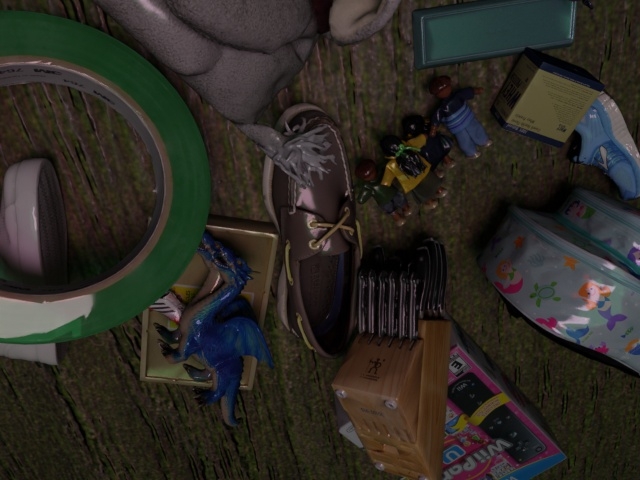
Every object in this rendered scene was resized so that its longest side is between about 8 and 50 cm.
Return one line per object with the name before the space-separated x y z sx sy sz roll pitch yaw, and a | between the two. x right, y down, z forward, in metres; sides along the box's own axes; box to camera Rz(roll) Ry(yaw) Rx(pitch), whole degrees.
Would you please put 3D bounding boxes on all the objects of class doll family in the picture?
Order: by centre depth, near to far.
doll family | 0.122 -0.110 0.592 0.193 0.076 0.111 -49 115 -12

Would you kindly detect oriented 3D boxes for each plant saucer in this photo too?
plant saucer | 0.204 -0.245 0.573 0.192 0.018 0.067 -9 116 0

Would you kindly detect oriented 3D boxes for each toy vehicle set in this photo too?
toy vehicle set | -0.159 0.091 0.694 0.166 0.035 0.266 9 115 -9

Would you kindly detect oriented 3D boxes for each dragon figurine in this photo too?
dragon figurine | -0.113 0.132 0.637 0.144 0.085 0.289 -29 116 -11

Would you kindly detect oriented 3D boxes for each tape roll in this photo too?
tape roll | -0.280 -0.059 0.508 0.322 0.077 0.320 -1 93 -24

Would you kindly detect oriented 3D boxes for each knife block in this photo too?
knife block | 0.121 0.143 0.654 0.088 0.242 0.275 2 130 35

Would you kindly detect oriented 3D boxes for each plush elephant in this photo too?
plush elephant | -0.036 -0.238 0.428 0.330 0.272 0.255 42 96 -19

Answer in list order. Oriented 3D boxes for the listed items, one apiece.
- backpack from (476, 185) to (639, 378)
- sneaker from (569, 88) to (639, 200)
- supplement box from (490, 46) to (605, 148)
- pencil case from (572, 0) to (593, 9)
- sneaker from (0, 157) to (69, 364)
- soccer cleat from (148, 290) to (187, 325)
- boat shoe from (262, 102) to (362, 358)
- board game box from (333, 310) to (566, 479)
backpack | 0.335 0.045 0.608 0.254 0.225 0.191 18 112 -15
sneaker | 0.360 -0.115 0.635 0.073 0.063 0.162 -28 112 28
supplement box | 0.264 -0.168 0.584 0.083 0.056 0.083 15 126 -11
pencil case | 0.321 -0.339 0.491 0.209 0.098 0.095 -42 95 13
sneaker | -0.409 0.032 0.606 0.169 0.108 0.292 7 116 -11
soccer cleat | -0.196 0.086 0.652 0.083 0.029 0.035 26 115 -11
boat shoe | 0.000 0.000 0.612 0.117 0.097 0.324 -14 120 -27
board game box | 0.204 0.288 0.787 0.224 0.097 0.303 -40 113 15
